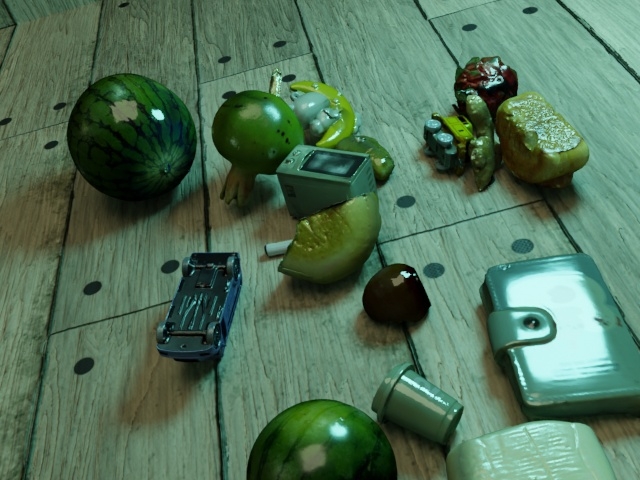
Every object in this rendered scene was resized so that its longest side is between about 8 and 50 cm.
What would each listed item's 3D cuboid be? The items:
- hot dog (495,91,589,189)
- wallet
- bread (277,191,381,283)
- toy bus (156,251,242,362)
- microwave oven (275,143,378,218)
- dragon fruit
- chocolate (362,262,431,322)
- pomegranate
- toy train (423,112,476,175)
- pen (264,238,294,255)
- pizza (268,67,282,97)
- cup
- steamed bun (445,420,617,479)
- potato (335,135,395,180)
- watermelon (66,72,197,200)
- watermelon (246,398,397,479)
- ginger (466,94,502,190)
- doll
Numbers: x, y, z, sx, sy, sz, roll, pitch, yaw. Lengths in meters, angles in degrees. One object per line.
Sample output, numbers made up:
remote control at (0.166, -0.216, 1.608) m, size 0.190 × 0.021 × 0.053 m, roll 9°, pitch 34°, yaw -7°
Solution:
hot dog at (0.510, -0.218, 1.716) m, size 0.150 × 0.153 × 0.257 m, roll -18°, pitch 48°, yaw -9°
wallet at (0.440, 0.175, 1.368) m, size 0.252 × 0.083 × 0.360 m, roll -7°, pitch 41°, yaw 3°
bread at (0.029, 0.010, 1.636) m, size 0.260 × 0.158 × 0.156 m, roll -22°, pitch 83°, yaw 10°
toy bus at (-0.248, 0.154, 1.573) m, size 0.125 × 0.133 × 0.292 m, roll -1°, pitch 41°, yaw 10°
microwave oven at (0.021, -0.136, 1.778) m, size 0.204 × 0.163 × 0.129 m, roll 12°, pitch 49°, yaw 28°
dragon fruit at (0.433, -0.399, 1.932) m, size 0.182 × 0.182 × 0.189 m, roll 4°, pitch 63°, yaw 22°
chocolate at (0.150, 0.116, 1.521) m, size 0.133 × 0.127 × 0.124 m, roll -28°, pitch 10°, yaw 6°
pomegranate at (-0.175, -0.229, 1.856) m, size 0.236 × 0.236 × 0.302 m, roll 30°, pitch 96°, yaw 40°
toy train at (0.335, -0.250, 1.861) m, size 0.127 × 0.089 × 0.219 m, roll -12°, pitch 39°, yaw -10°
pen at (0.000, -0.001, 1.737) m, size 0.268 × 0.033 × 0.033 m, roll -11°, pitch 41°, yaw 7°
pizza at (-0.140, -0.352, 2.090) m, size 0.034 × 0.181 × 0.262 m, roll 6°, pitch 65°, yaw -9°
cup at (0.173, 0.295, 1.302) m, size 0.141 × 0.120 × 0.120 m, roll 30°, pitch 58°, yaw 26°
steamed bun at (0.320, 0.391, 1.110) m, size 0.250 × 0.155 × 0.200 m, roll -9°, pitch 44°, yaw -1°
potato at (0.119, -0.218, 1.899) m, size 0.105 × 0.085 × 0.188 m, roll -32°, pitch 48°, yaw -14°
watermelon at (-0.503, -0.270, 1.972) m, size 0.363 × 0.363 × 0.363 m, roll -9°, pitch 42°, yaw 8°
watermelon at (0.001, 0.375, 1.173) m, size 0.242 × 0.242 × 0.242 m, roll -9°, pitch 42°, yaw 8°
ginger at (0.385, -0.239, 1.758) m, size 0.058 × 0.214 × 0.133 m, roll -2°, pitch 26°, yaw 40°
doll at (-0.013, -0.346, 2.015) m, size 0.237 × 0.111 × 0.252 m, roll 45°, pitch 52°, yaw 6°
